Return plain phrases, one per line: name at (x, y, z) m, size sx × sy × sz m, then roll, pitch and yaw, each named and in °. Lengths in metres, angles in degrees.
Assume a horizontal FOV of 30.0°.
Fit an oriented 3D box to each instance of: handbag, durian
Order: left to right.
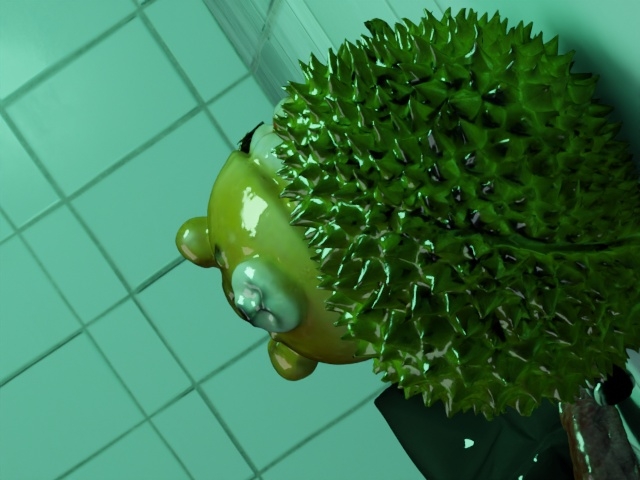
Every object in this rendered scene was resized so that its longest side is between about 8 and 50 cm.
durian at (0.056, -0.015, 0.508) m, size 0.198 × 0.146 × 0.159 m, roll 52°, pitch 176°, yaw 11°
handbag at (0.217, 0.250, 1.186) m, size 0.288 × 0.152 × 0.342 m, roll 48°, pitch 172°, yaw -19°

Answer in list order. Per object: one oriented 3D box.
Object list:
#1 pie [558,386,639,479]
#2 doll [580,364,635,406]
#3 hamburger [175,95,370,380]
pie at (0.217, 0.187, 0.881) m, size 0.182 × 0.049 × 0.182 m, roll -18°, pitch -90°, yaw -81°
doll at (0.129, 0.028, 0.784) m, size 0.219 × 0.067 × 0.091 m, roll 45°, pitch 168°, yaw 50°
hamburger at (0.000, 0.000, 1.165) m, size 0.276 × 0.237 × 0.276 m, roll 53°, pitch 179°, yaw 1°
